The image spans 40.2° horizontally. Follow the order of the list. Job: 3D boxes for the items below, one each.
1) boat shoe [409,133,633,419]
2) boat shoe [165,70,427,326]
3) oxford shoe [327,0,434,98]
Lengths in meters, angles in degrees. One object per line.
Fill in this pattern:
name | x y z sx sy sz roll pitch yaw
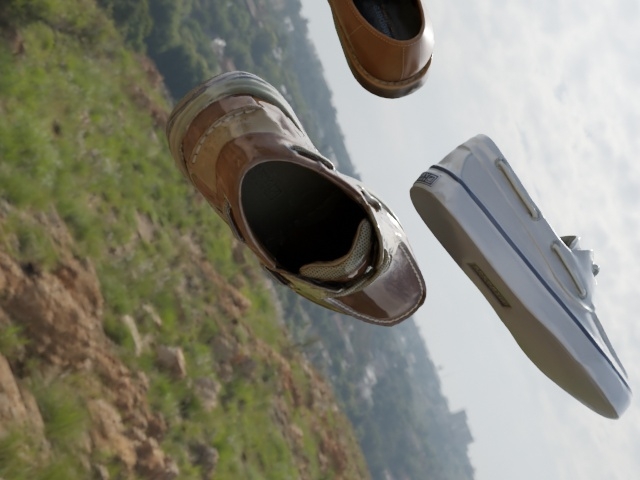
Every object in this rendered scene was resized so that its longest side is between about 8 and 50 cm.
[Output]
boat shoe | 0.180 0.030 0.694 0.258 0.084 0.095 51 -12 -14
boat shoe | 0.000 0.000 0.720 0.324 0.123 0.116 39 11 -44
oxford shoe | 0.015 -0.197 0.548 0.212 0.076 0.076 61 -6 11
